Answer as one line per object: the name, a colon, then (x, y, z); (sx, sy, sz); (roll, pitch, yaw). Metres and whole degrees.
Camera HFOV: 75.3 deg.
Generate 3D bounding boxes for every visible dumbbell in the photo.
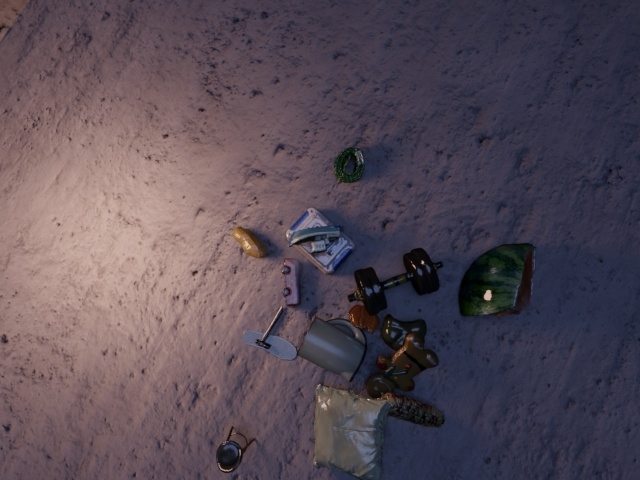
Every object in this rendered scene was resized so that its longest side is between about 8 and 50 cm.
dumbbell: (0.288, 0.157, 1.595); (0.389, 0.185, 0.185); (-20, 80, -3)

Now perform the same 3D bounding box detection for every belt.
belt: (0.121, -0.317, 1.743); (0.121, 0.079, 0.151); (12, 91, -7)

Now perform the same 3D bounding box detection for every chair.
chair: (-0.312, 0.739, 1.484); (0.104, 0.221, 0.095); (-34, 85, -5)

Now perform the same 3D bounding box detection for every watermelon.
watermelon: (0.708, 0.145, 1.570); (0.319, 0.222, 0.292); (0, 84, 2)

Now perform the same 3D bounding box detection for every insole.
insole: (-0.201, 0.411, 1.649); (0.232, 0.003, 0.080); (19, 81, 5)

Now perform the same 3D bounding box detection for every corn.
corn: (0.341, 0.631, 1.539); (0.253, 0.086, 0.086); (20, 80, -11)

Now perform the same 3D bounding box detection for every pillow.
pillow: (0.106, 0.697, 1.494); (0.284, 0.138, 0.309); (1, 81, 25)

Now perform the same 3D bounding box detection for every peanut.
peanut: (-0.291, 0.010, 1.691); (0.174, 0.080, 0.080); (42, 83, 12)

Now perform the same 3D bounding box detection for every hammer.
hammer: (-0.192, 0.345, 1.653); (0.065, 0.021, 0.178); (29, 77, 7)

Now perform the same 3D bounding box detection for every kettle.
kettle: (0.061, 0.392, 1.580); (0.237, 0.161, 0.221); (26, 51, 5)

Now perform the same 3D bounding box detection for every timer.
timer: (0.000, 0.000, 1.683); (0.253, 0.078, 0.178); (41, 82, 8)

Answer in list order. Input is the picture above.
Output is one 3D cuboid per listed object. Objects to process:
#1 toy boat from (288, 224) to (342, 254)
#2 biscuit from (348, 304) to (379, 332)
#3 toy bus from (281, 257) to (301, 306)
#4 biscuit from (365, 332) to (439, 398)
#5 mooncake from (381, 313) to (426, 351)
toy boat: (-0.017, 0.002, 1.599); (0.215, 0.088, 0.102); (-7, 80, -2)
biscuit: (0.171, 0.305, 1.629); (0.131, 0.019, 0.102); (26, 51, 3)
toy bus: (-0.116, 0.167, 1.664); (0.077, 0.065, 0.192); (0, 80, -10)
biscuit: (0.295, 0.491, 1.549); (0.301, 0.049, 0.197); (-42, 104, 13)
mooncake: (0.323, 0.349, 1.599); (0.175, 0.104, 0.168); (-23, 74, -6)
